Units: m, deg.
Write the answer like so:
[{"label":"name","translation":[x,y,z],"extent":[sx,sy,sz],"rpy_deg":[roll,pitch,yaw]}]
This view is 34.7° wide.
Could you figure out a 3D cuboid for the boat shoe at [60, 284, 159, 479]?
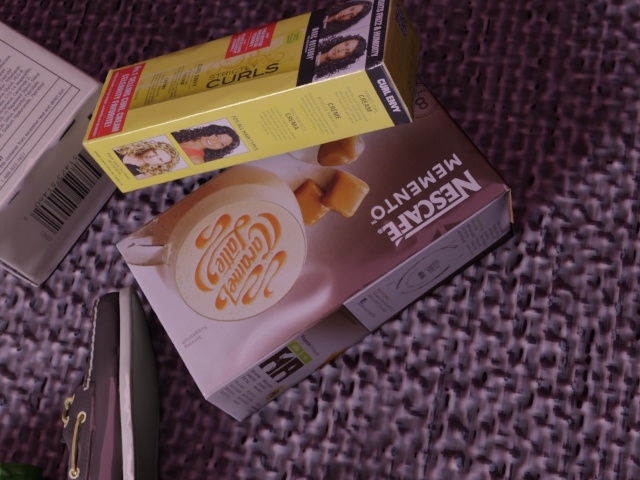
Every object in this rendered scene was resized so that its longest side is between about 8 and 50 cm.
[{"label":"boat shoe","translation":[-0.153,0.144,0.733],"extent":[0.069,0.081,0.227],"rpy_deg":[-8,71,6]}]

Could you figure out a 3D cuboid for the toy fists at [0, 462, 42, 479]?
[{"label":"toy fists","translation":[-0.320,0.250,0.726],"extent":[0.279,0.096,0.142],"rpy_deg":[-13,69,7]}]

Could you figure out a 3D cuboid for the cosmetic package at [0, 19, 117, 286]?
[{"label":"cosmetic package","translation":[-0.316,-0.114,0.851],"extent":[0.309,0.113,0.160],"rpy_deg":[33,80,22]}]

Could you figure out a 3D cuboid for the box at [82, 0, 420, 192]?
[{"label":"box","translation":[-0.048,-0.103,0.720],"extent":[0.232,0.058,0.087],"rpy_deg":[-11,47,24]}]

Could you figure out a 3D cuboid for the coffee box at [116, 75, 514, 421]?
[{"label":"coffee box","translation":[0.000,0.000,0.742],"extent":[0.247,0.098,0.141],"rpy_deg":[-33,66,-1]}]
